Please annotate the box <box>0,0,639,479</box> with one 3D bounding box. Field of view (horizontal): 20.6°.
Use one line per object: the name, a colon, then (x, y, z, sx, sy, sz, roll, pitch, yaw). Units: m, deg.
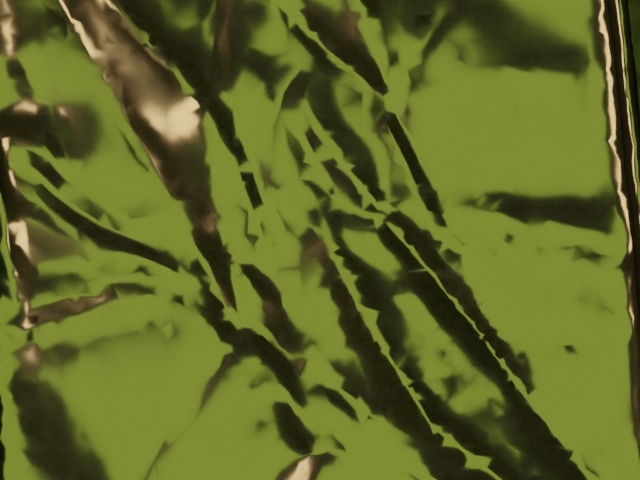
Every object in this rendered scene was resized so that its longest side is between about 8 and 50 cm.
box: (0.000, 0.000, 0.715, 0.251, 0.204, 0.345, -5, 81, 5)
